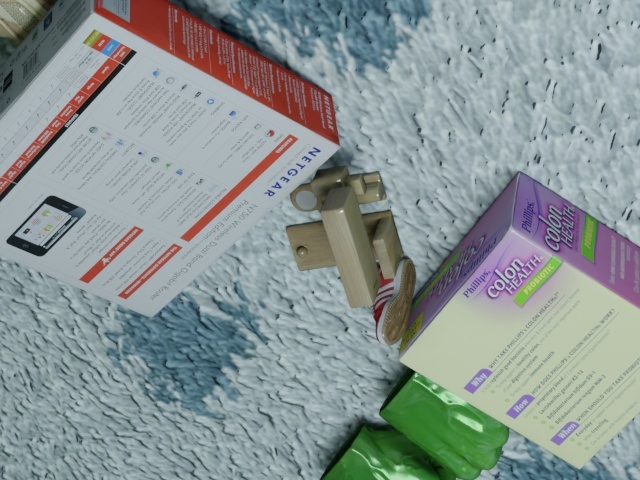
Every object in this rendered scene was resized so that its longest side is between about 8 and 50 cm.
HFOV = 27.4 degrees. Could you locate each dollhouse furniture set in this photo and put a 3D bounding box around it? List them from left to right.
[{"bbox_3d":[0.000,0.000,1.386,0.123,0.151,0.144,-8,118,19],"label":"dollhouse furniture set"}]

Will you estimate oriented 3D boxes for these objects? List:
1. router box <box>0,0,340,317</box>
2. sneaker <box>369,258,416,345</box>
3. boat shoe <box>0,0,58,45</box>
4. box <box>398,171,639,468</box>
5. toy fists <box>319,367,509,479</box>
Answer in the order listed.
[{"bbox_3d":[-0.202,-0.085,1.353,0.301,0.082,0.335,27,128,-34],"label":"router box"},{"bbox_3d":[0.062,0.071,1.439,0.067,0.118,0.042,-10,129,28],"label":"sneaker"},{"bbox_3d":[-0.309,-0.246,1.330,0.302,0.109,0.098,39,122,-19],"label":"boat shoe"},{"bbox_3d":[0.245,0.089,1.404,0.243,0.117,0.213,31,124,-8],"label":"box"},{"bbox_3d":[0.121,0.244,1.552,0.142,0.096,0.279,37,125,1],"label":"toy fists"}]
